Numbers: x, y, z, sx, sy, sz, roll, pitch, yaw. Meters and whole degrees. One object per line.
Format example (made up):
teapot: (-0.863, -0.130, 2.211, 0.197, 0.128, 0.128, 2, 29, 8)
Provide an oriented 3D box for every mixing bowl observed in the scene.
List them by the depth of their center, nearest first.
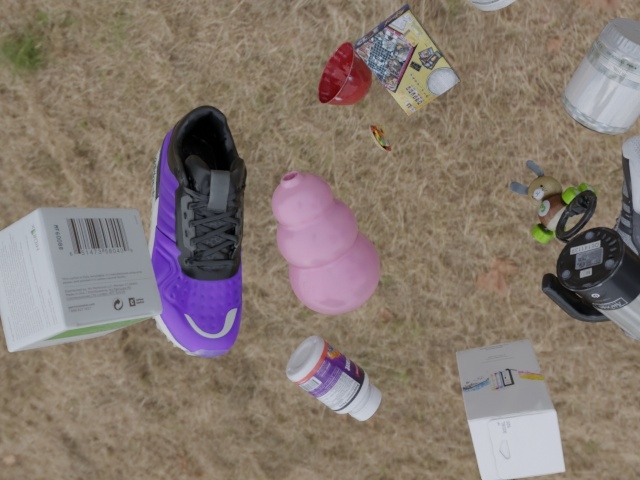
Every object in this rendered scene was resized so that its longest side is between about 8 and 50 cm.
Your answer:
mixing bowl: (0.080, -0.446, 1.725, 0.098, 0.181, 0.181, 20, 129, -27)

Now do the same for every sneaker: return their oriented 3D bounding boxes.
sneaker: (-0.133, -0.023, 0.693, 0.102, 0.293, 0.146, 2, 157, -29)
sneaker: (0.529, -0.035, 1.069, 0.153, 0.101, 0.268, -23, 78, 57)

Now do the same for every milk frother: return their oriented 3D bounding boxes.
milk frother: (0.355, 0.027, 0.755, 0.135, 0.143, 0.129, 34, 164, -26)

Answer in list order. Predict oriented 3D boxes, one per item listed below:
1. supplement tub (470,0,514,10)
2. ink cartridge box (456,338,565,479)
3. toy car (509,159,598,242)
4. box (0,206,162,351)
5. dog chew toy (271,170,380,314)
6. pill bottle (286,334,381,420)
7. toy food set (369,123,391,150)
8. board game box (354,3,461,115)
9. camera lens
supplement tub: (0.381, -0.742, 1.528, 0.228, 0.228, 0.316, -31, 141, 30)
ink cartridge box: (0.393, 0.353, 1.302, 0.168, 0.232, 0.171, -13, 114, 12)
toy car: (0.579, -0.117, 1.604, 0.188, 0.149, 0.155, 50, 131, 25)
box: (-0.210, 0.031, 0.531, 0.087, 0.101, 0.101, -20, 81, 33)
dog chew toy: (0.000, 0.000, 1.335, 0.207, 0.206, 0.331, -12, 123, 22)
pill bottle: (0.032, 0.294, 1.302, 0.193, 0.108, 0.108, 39, 124, -17)
toy food set: (0.152, -0.262, 1.573, 0.020, 0.083, 0.082, -31, 76, 24)
board game box: (0.223, -0.453, 1.581, 0.165, 0.042, 0.243, -31, 125, 23)
camera lens: (0.840, -0.457, 1.759, 0.220, 0.219, 0.274, 21, 133, 1)
